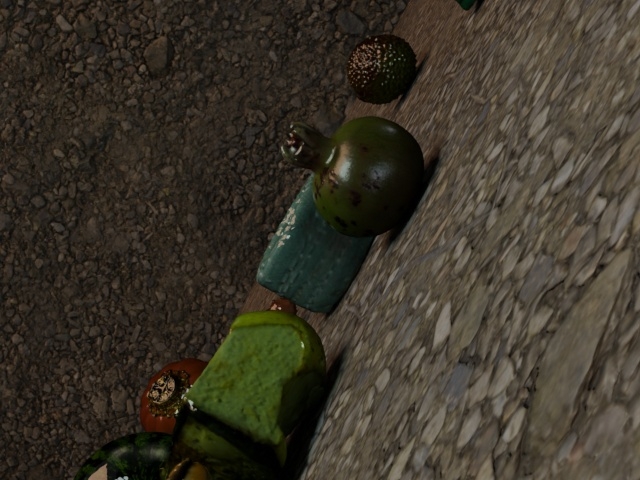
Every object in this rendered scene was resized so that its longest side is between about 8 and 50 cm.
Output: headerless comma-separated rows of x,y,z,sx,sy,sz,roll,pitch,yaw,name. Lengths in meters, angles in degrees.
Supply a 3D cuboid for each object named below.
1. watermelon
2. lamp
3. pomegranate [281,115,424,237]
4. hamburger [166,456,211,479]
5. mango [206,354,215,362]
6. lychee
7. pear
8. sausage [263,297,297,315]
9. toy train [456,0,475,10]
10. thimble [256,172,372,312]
-0.289,0.441,1.751,0.269,0.269,0.269,-61,6,10,watermelon
-0.300,0.371,2.394,0.196,0.223,0.223,48,-118,-48,lamp
0.055,-0.113,1.573,0.179,0.210,0.179,-37,6,5,pomegranate
-0.171,0.402,1.312,0.244,0.163,0.244,-59,-2,-3,hamburger
-0.224,0.316,2.571,0.227,0.099,0.136,-45,8,41,mango
0.143,-0.391,2.409,0.171,0.171,0.171,-61,6,10,lychee
-0.091,0.230,1.463,0.238,0.164,0.255,109,-172,-46,pear
-0.133,0.251,2.113,0.327,0.079,0.087,-60,21,26,sausage
0.295,-0.595,1.943,0.249,0.178,0.429,-53,3,-19,toy train
0.000,0.000,1.806,0.235,0.143,0.198,-64,7,-15,thimble
